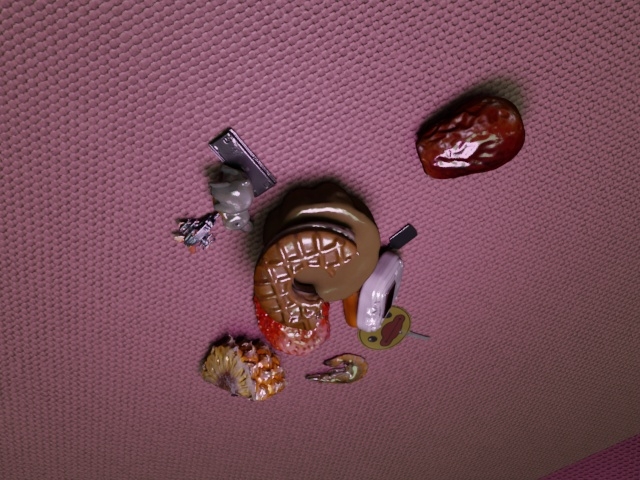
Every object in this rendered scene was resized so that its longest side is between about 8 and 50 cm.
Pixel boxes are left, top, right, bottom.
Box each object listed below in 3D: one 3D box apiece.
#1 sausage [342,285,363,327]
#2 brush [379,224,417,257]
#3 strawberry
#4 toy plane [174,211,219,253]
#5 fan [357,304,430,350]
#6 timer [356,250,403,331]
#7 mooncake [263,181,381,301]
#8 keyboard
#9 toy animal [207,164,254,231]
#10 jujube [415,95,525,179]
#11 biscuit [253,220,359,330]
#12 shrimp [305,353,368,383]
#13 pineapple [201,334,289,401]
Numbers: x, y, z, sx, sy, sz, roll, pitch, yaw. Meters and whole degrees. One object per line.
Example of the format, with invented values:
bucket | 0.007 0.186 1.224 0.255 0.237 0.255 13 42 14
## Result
sausage | 0.129 0.220 2.017 0.098 0.098 0.238 -11 126 -6
brush | 0.251 0.016 1.954 0.193 0.016 0.063 -38 122 13
strawberry | -0.105 0.275 1.966 0.265 0.149 0.336 -31 123 10
toy plane | -0.363 -0.041 1.752 0.189 0.061 0.130 -38 122 13
fan | 0.286 0.353 2.187 0.334 0.011 0.230 17 117 -20
timer | 0.207 0.180 1.921 0.087 0.237 0.262 20 135 19
mooncake | 0.000 0.000 1.788 0.378 0.201 0.379 -3 120 -6
keyboard | -0.228 -0.230 1.680 0.093 0.025 0.230 -33 124 12
toy animal | -0.255 -0.095 1.692 0.125 0.127 0.251 -29 137 -19
jujube | 0.452 -0.302 1.687 0.318 0.223 0.223 -20 125 10
biscuit | -0.064 0.102 1.660 0.268 0.115 0.366 17 116 -15
shrimp | 0.072 0.514 2.216 0.254 0.059 0.145 5 119 -16
pineapple | -0.233 0.431 2.039 0.286 0.344 0.209 0 94 -48
